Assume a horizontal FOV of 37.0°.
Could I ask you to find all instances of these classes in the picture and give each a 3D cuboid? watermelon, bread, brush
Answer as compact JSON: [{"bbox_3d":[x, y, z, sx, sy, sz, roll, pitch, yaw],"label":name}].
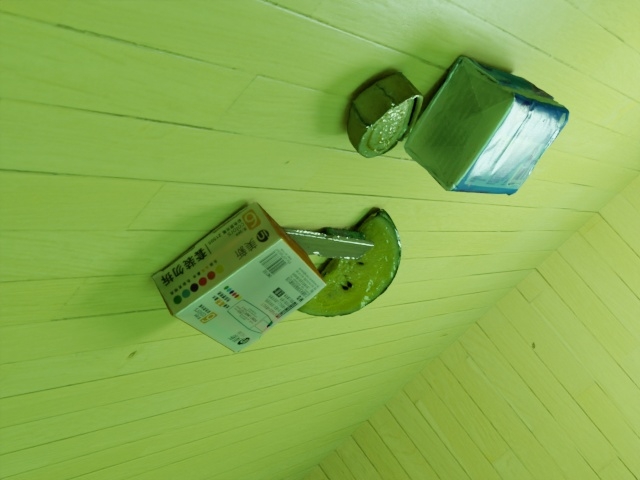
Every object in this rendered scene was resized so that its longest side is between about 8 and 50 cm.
[{"bbox_3d":[0.074,0.052,1.968,0.129,0.123,0.301,13,128,-38],"label":"watermelon"},{"bbox_3d":[0.096,-0.193,1.491,0.117,0.064,0.156,-24,158,-22],"label":"bread"},{"bbox_3d":[0.000,0.000,1.789,0.282,0.048,0.054,6,131,-53],"label":"brush"}]

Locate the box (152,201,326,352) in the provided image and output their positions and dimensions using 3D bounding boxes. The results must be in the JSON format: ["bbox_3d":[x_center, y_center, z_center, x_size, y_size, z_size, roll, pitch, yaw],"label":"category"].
[{"bbox_3d":[-0.128,0.071,1.613,0.220,0.091,0.274,-35,154,1],"label":"box"}]

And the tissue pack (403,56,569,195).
[{"bbox_3d":[0.294,-0.193,1.680,0.263,0.146,0.198,0,129,-55],"label":"tissue pack"}]
